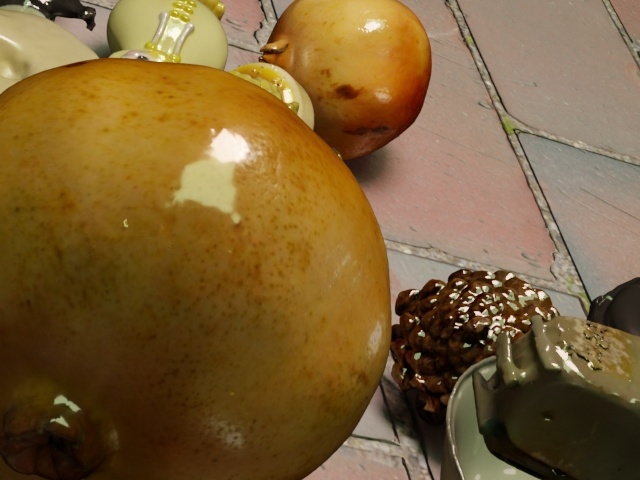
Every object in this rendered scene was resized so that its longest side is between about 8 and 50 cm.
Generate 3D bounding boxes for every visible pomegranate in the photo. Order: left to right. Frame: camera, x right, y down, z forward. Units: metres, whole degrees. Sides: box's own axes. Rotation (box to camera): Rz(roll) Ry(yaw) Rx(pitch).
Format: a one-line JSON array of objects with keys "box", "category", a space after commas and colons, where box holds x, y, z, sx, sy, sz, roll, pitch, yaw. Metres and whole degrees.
[{"box": [-0.153, 0.060, 1.513, 0.417, 0.416, 0.416, 22, 33, -15], "category": "pomegranate"}, {"box": [0.030, -0.200, 2.168, 0.209, 0.209, 0.209, 22, 33, -15], "category": "pomegranate"}]

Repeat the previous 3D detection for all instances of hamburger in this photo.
[{"box": [-0.073, -0.125, 2.061, 0.126, 0.141, 0.081, 15, 1, 32], "category": "hamburger"}]

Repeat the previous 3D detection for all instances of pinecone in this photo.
[{"box": [0.159, 0.109, 1.899, 0.179, 0.150, 0.195, 22, 27, 19], "category": "pinecone"}]

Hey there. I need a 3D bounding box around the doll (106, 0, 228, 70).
[{"box": [-0.173, -0.200, 2.058, 0.141, 0.117, 0.296, 28, 25, -11], "category": "doll"}]

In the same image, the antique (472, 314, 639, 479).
[{"box": [0.270, 0.159, 1.655, 0.284, 0.125, 0.150, 21, 34, -18], "category": "antique"}]

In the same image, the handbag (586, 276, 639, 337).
[{"box": [0.435, 0.134, 2.157, 0.254, 0.093, 0.308, 44, 34, 18], "category": "handbag"}]

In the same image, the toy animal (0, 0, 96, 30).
[{"box": [-0.312, -0.264, 2.075, 0.121, 0.094, 0.225, 8, 47, -18], "category": "toy animal"}]

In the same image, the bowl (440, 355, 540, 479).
[{"box": [0.227, 0.278, 1.724, 0.337, 0.157, 0.337, 22, 34, -16], "category": "bowl"}]

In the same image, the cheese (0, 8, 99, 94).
[{"box": [-0.324, -0.113, 1.818, 0.328, 0.129, 0.351, -6, 47, -43], "category": "cheese"}]

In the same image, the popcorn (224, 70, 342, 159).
[{"box": [-0.073, -0.089, 1.916, 0.174, 0.168, 0.195, 8, -3, -5], "category": "popcorn"}]
